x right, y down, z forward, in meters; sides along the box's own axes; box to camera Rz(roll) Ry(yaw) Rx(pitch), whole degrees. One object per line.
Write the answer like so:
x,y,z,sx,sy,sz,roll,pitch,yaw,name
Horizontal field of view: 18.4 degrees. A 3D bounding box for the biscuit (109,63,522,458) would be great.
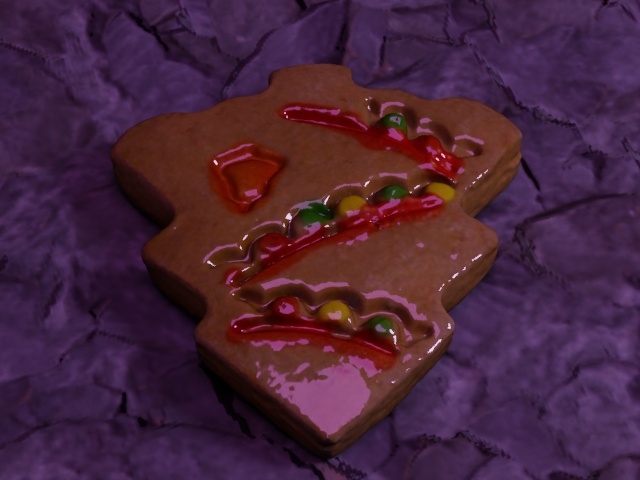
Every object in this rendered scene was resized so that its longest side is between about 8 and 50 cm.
0.000,0.000,0.979,0.212,0.041,0.239,-2,50,-2,biscuit
